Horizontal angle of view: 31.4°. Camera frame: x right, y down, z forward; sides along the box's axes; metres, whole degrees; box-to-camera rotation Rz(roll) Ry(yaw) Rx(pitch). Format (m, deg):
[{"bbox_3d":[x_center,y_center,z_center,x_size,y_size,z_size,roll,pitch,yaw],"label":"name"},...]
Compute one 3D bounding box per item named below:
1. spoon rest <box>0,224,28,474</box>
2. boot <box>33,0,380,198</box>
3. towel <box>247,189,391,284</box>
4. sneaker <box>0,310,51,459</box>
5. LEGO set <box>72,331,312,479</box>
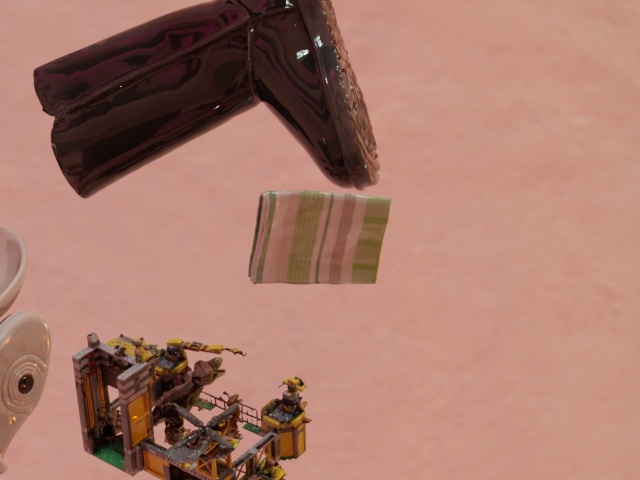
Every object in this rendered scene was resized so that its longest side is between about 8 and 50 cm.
[{"bbox_3d":[-0.318,0.078,0.999,0.137,0.276,0.084,-16,137,-5],"label":"spoon rest"},{"bbox_3d":[-0.167,-0.165,1.597,0.146,0.445,0.367,48,24,-63],"label":"boot"},{"bbox_3d":[0.000,0.000,1.268,0.152,0.023,0.113,2,115,-18],"label":"towel"},{"bbox_3d":[-0.327,0.155,1.005,0.079,0.121,0.217,35,71,-52],"label":"sneaker"},{"bbox_3d":[-0.179,0.205,1.554,0.255,0.331,0.192,-27,128,-39],"label":"LEGO set"}]
